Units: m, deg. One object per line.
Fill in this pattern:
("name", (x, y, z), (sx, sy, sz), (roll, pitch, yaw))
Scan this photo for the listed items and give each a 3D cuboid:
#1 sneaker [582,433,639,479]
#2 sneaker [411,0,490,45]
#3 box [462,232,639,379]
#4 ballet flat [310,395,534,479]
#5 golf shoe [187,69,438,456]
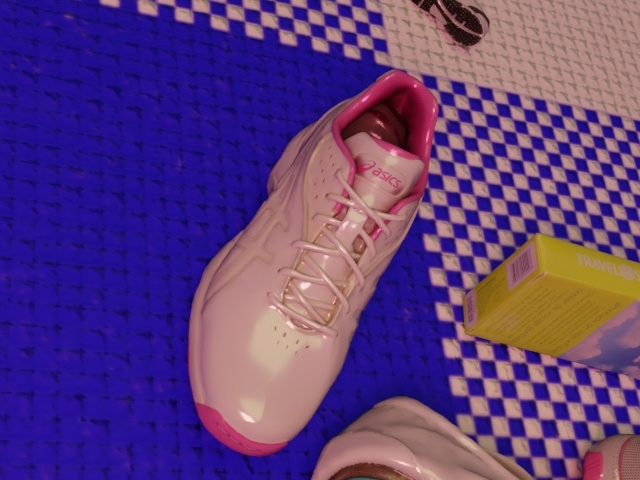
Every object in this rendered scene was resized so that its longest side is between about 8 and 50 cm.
("sneaker", (0.315, 0.203, 0.807), (0.252, 0.111, 0.103), (22, 53, -16))
("sneaker", (0.118, -0.230, 1.018), (0.109, 0.040, 0.044), (50, 34, 2))
("box", (0.216, 0.056, 0.843), (0.178, 0.109, 0.042), (15, 53, -21))
("ballet flat", (0.173, 0.236, 0.709), (0.400, 0.139, 0.139), (37, 50, -3))
("golf shoe", (0.000, 0.000, 0.740), (0.115, 0.140, 0.306), (29, 53, -13))
